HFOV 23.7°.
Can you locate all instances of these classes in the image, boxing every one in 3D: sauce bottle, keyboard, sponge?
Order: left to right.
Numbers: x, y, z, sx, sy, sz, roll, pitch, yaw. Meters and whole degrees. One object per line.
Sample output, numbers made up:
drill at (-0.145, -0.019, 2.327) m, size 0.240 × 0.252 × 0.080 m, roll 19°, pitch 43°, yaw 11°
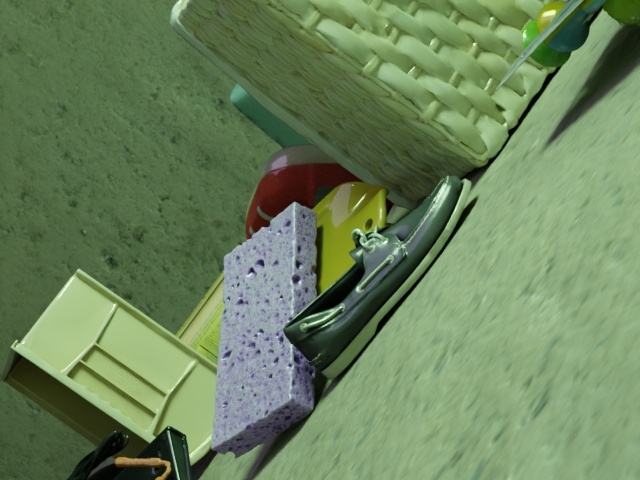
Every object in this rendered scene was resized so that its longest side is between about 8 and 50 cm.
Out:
keyboard at (-0.241, 0.311, 1.652) m, size 0.317 × 0.033 × 0.201 m, roll -45°, pitch 42°, yaw 27°
sauce bottle at (-0.161, 0.166, 2.120) m, size 0.344 × 0.111 × 0.111 m, roll -53°, pitch 4°, yaw -8°
sponge at (-0.049, 0.081, 1.382) m, size 0.117 × 0.031 × 0.210 m, roll -35°, pitch 41°, yaw 41°

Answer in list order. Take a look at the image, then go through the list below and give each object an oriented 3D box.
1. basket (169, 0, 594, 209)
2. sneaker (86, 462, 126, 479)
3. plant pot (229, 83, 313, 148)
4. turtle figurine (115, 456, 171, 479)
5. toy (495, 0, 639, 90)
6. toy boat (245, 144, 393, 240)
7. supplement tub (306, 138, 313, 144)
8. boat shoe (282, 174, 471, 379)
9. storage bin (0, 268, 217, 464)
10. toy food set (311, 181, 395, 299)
basket at (0.081, -0.261, 1.471) m, size 0.328 × 0.331 × 0.266 m, roll -54°, pitch 6°, yaw -12°
sneaker at (-0.322, 0.409, 1.854) m, size 0.178 × 0.124 × 0.295 m, roll -31°, pitch 22°, yaw 54°
plant pot at (0.076, -0.236, 2.079) m, size 0.248 × 0.247 × 0.252 m, roll -55°, pitch 12°, yaw -28°
turtle figurine at (-0.247, 0.348, 1.532) m, size 0.269 × 0.087 × 0.217 m, roll -32°, pitch 25°, yaw 19°
toy at (0.224, -0.187, 1.083) m, size 0.137 × 0.056 × 0.237 m, roll -51°, pitch 6°, yaw -30°
toy boat at (0.000, 0.000, 1.663) m, size 0.231 × 0.151 × 0.151 m, roll 115°, pitch 153°, yaw -66°
supplement tub at (0.109, -0.263, 1.820) m, size 0.325 × 0.235 × 0.235 m, roll -55°, pitch 4°, yaw -28°
boat shoe at (0.048, 0.020, 1.285) m, size 0.206 × 0.065 × 0.075 m, roll -53°, pitch 4°, yaw 5°
storage bin at (-0.241, 0.178, 1.856) m, size 0.123 × 0.260 × 0.262 m, roll -55°, pitch 4°, yaw -19°
toy food set at (0.011, 0.038, 1.423) m, size 0.218 × 0.071 × 0.128 m, roll -41°, pitch 38°, yaw 34°
